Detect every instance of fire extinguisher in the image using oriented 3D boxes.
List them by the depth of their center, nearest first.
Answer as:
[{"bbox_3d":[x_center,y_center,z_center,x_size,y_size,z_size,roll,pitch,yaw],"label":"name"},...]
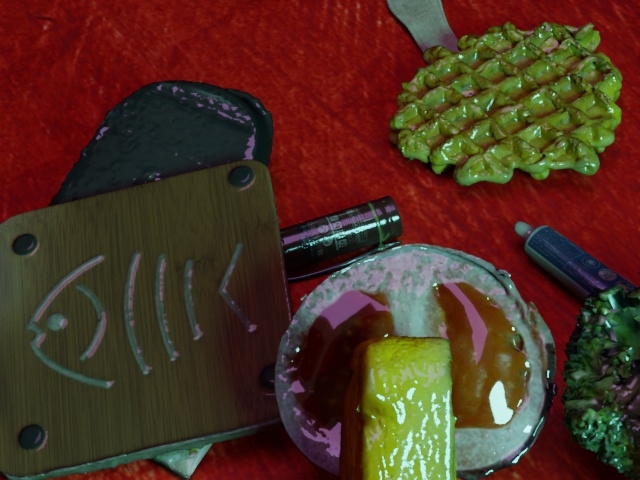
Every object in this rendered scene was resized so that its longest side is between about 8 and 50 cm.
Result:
[{"bbox_3d":[0.000,0.000,1.423,0.158,0.043,0.064,-18,88,-11],"label":"fire extinguisher"}]

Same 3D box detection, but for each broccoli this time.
[{"bbox_3d":[0.296,0.105,1.182,0.176,0.226,0.198,-47,56,20],"label":"broccoli"}]

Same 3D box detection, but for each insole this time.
[{"bbox_3d":[0.118,-0.257,1.695,0.063,0.010,0.192,-15,44,-9],"label":"insole"}]

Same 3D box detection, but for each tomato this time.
[{"bbox_3d":[0.077,0.108,1.226,0.228,0.112,0.199,-2,79,2],"label":"tomato"}]

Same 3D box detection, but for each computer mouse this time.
[{"bbox_3d":[-0.163,-0.039,1.457,0.168,0.087,0.295,25,65,21],"label":"computer mouse"}]

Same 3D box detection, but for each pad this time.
[{"bbox_3d":[-0.166,0.067,1.331,0.284,0.018,0.286,-13,55,5],"label":"pad"}]

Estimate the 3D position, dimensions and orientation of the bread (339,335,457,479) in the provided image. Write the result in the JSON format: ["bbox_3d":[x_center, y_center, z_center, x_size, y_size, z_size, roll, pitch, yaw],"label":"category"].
[{"bbox_3d":[0.063,0.194,1.108,0.094,0.102,0.245,-2,86,-1],"label":"bread"}]

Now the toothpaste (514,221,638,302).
[{"bbox_3d":[0.251,0.038,1.361,0.057,0.035,0.197,-38,54,-17],"label":"toothpaste"}]

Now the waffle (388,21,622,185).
[{"bbox_3d":[0.195,-0.143,1.536,0.237,0.059,0.243,5,47,13],"label":"waffle"}]

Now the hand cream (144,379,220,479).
[{"bbox_3d":[-0.100,0.144,1.294,0.061,0.039,0.143,24,57,25],"label":"hand cream"}]
